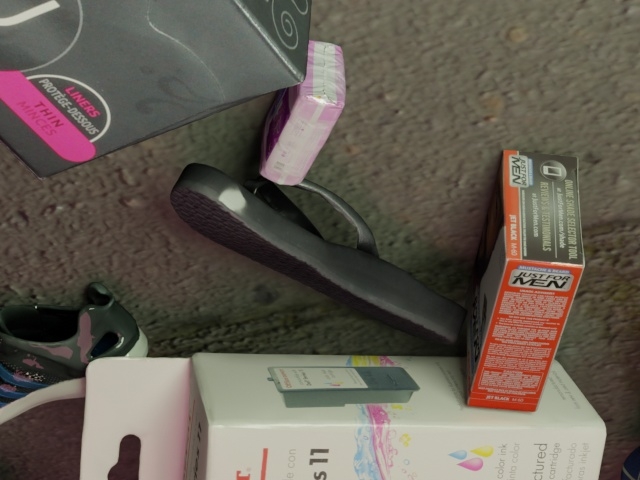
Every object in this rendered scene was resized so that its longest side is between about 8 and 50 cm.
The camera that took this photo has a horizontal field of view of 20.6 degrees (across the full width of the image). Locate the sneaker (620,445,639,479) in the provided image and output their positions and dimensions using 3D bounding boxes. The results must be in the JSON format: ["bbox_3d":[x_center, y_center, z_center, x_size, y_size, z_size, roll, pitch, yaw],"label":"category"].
[{"bbox_3d":[0.303,0.108,1.232,0.127,0.182,0.315,-24,179,-18],"label":"sneaker"}]

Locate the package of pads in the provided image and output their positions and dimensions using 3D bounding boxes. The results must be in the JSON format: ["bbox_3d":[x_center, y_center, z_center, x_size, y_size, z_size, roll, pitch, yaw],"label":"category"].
[{"bbox_3d":[-0.011,-0.077,1.078,0.032,0.050,0.083,15,140,-14],"label":"package of pads"}]

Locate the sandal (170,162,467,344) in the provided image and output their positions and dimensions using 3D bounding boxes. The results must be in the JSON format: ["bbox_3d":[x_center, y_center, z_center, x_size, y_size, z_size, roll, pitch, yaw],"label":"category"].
[{"bbox_3d":[0.000,0.000,1.170,0.097,0.054,0.254,12,168,47],"label":"sandal"}]

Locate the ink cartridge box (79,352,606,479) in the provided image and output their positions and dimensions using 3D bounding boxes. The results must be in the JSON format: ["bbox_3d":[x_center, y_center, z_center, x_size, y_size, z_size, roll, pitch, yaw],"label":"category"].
[{"bbox_3d":[0.007,0.195,1.263,0.353,0.119,0.207,1,112,-11],"label":"ink cartridge box"}]

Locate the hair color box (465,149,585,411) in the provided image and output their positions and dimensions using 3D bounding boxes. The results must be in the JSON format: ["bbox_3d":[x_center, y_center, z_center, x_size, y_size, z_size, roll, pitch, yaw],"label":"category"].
[{"bbox_3d":[0.132,0.029,1.167,0.053,0.093,0.167,6,141,-3],"label":"hair color box"}]

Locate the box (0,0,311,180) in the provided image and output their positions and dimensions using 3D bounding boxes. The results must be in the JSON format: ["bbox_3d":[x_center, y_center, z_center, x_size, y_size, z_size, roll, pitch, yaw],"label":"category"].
[{"bbox_3d":[-0.097,-0.191,0.763,0.143,0.270,0.165,-18,136,25],"label":"box"}]

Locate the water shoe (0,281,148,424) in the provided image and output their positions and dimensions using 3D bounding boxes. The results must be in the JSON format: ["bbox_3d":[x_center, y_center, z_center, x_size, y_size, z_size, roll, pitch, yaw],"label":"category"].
[{"bbox_3d":[-0.226,0.082,1.297,0.203,0.073,0.080,-18,119,16],"label":"water shoe"}]
